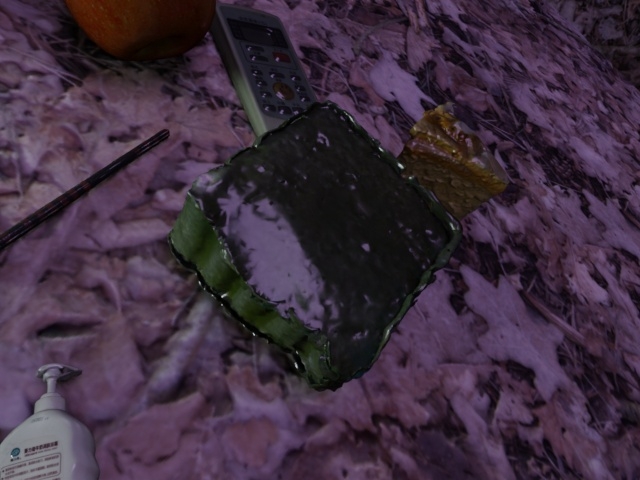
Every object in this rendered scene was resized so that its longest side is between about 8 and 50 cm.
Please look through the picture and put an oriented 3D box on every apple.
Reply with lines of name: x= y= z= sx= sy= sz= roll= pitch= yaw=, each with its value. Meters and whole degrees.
apple: x=-0.214 y=-0.304 z=0.594 sx=0.181 sy=0.181 sz=0.168 roll=-27 pitch=98 yaw=-42

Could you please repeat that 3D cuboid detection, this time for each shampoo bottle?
shampoo bottle: x=-0.193 y=0.156 z=0.351 sx=0.077 sy=0.045 sz=0.151 roll=-12 pitch=53 yaw=-13

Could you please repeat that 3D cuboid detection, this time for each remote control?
remote control: x=-0.065 y=-0.225 z=0.719 sx=0.124 sy=0.038 sz=0.285 roll=-5 pitch=62 yaw=-36

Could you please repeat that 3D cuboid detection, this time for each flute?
flute: x=-0.240 y=-0.051 z=0.500 sx=0.014 sy=0.014 sz=0.269 roll=39 pitch=46 yaw=-2

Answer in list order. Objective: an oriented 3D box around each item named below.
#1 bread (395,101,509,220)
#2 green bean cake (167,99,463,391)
bread: x=0.159 y=-0.087 z=0.687 sx=0.152 sy=0.147 sz=0.127 roll=45 pitch=48 yaw=7
green bean cake: x=0.000 y=0.000 z=0.535 sx=0.241 sy=0.132 sz=0.255 roll=45 pitch=51 yaw=-3
